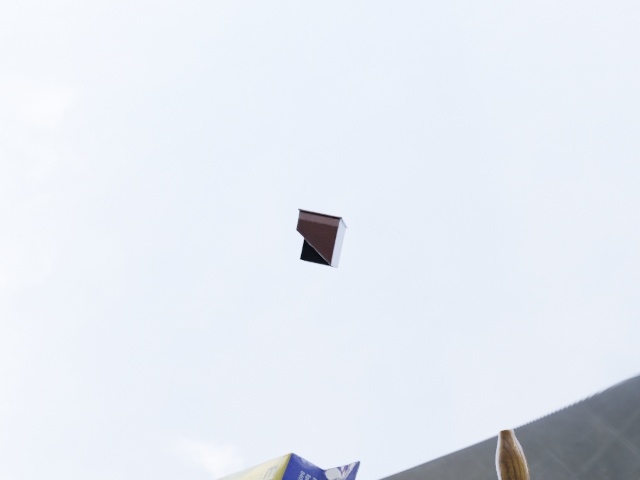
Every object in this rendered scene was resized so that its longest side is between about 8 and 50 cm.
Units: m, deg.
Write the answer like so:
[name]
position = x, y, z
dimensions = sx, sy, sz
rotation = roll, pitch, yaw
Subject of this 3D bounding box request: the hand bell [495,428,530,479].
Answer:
[hand bell]
position = 0.244, 0.349, 0.915
dimensions = 0.126, 0.126, 0.242
rotation = -15, -124, 20

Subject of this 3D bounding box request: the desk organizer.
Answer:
[desk organizer]
position = 0.000, 0.000, 0.828
dimensions = 0.047, 0.130, 0.050
rotation = 11, -93, 5

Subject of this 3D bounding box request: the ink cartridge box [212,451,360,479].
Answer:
[ink cartridge box]
position = -0.109, 0.432, 0.998
dimensions = 0.307, 0.072, 0.303
rotation = -36, -160, 42
